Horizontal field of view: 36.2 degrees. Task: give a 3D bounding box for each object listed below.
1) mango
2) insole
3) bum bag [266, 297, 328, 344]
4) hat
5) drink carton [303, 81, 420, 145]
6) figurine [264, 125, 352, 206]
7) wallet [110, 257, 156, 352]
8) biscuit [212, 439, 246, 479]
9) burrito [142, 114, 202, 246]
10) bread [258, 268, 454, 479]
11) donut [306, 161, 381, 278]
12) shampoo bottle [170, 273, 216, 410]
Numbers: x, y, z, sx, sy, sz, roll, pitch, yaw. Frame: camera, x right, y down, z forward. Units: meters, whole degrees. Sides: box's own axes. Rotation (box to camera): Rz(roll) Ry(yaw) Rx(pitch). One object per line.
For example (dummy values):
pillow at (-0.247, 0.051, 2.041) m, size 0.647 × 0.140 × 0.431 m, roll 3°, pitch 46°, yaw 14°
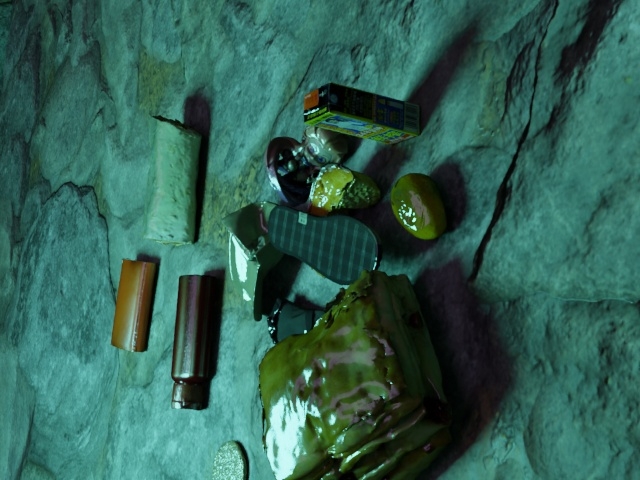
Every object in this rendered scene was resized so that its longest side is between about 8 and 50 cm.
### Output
mango at (0.142, -0.048, 1.391) m, size 0.079 × 0.057 × 0.114 m, roll -56°, pitch 48°, yaw 26°
insole at (0.000, 0.000, 1.509) m, size 0.309 × 0.012 × 0.110 m, roll 23°, pitch 110°, yaw 54°
bum bag at (-0.036, 0.147, 1.613) m, size 0.197 × 0.049 × 0.087 m, roll 12°, pitch 96°, yaw 57°
hat at (-0.094, 0.038, 1.736) m, size 0.166 × 0.144 × 0.173 m, roll 48°, pitch 165°, yaw 54°
drink carton at (0.062, -0.187, 1.445) m, size 0.071 × 0.165 × 0.056 m, roll -18°, pitch 67°, yaw 53°
figurine at (-0.019, -0.141, 1.628) m, size 0.157 × 0.126 × 0.114 m, roll -43°, pitch 0°, yaw 11°
wallet at (-0.423, 0.144, 2.210) m, size 0.142 × 0.045 × 0.204 m, roll 3°, pitch 85°, yaw 55°
biscuit at (-0.165, 0.421, 1.766) m, size 0.120 × 0.015 × 0.120 m, roll -19°, pitch 67°, yaw 53°
burrito at (-0.318, -0.136, 2.076) m, size 0.143 × 0.105 × 0.299 m, roll -15°, pitch 70°, yaw 59°
bread at (0.028, 0.228, 1.383) m, size 0.324 × 0.167 × 0.277 m, roll -51°, pitch 43°, yaw 39°
donut at (0.030, -0.031, 1.541) m, size 0.146 × 0.078 × 0.181 m, roll 6°, pitch 93°, yaw 58°
shampoo bottle at (-0.251, 0.199, 1.913) m, size 0.102 × 0.064 × 0.260 m, roll -11°, pitch 72°, yaw 55°
